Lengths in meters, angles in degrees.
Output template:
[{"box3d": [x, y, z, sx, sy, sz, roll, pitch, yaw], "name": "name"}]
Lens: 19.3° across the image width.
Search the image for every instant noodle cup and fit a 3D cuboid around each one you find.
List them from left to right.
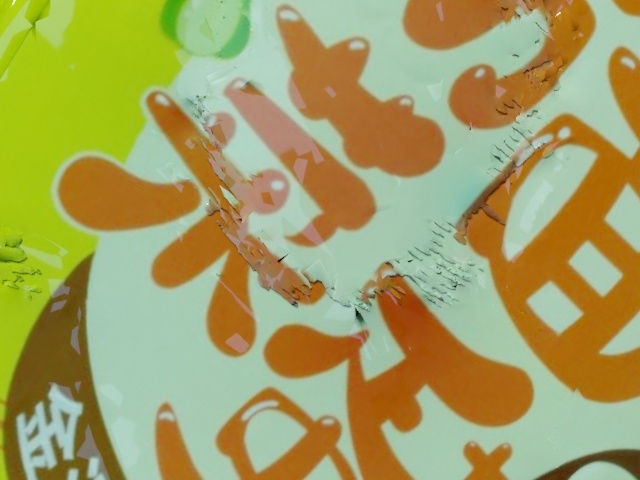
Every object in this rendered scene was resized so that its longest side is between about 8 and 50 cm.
[{"box3d": [0.000, 0.000, 0.544, 0.311, 0.221, 0.311, -6, 104, -23], "name": "instant noodle cup"}]
